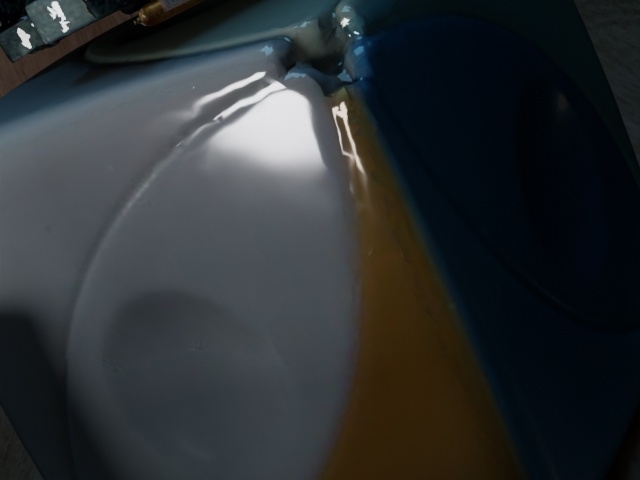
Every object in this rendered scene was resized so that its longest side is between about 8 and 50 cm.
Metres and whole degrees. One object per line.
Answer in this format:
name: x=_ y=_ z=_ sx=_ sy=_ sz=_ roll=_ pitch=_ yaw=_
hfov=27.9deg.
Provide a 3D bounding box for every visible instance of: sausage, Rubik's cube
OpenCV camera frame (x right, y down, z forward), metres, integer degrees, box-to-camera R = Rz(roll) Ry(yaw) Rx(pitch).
sausage: x=-0.066 y=-0.151 z=0.763 sx=0.100 sy=0.015 sz=0.015 roll=-30 pitch=18 yaw=-13
Rubik's cube: x=0.000 y=0.000 z=0.846 sx=0.347 sy=0.352 sz=0.351 roll=-13 pitch=24 yaw=32

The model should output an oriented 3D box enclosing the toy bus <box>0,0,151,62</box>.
toy bus: x=-0.135 y=-0.222 z=0.796 sx=0.194 sy=0.162 sz=0.323 roll=-31 pitch=14 yaw=-16
